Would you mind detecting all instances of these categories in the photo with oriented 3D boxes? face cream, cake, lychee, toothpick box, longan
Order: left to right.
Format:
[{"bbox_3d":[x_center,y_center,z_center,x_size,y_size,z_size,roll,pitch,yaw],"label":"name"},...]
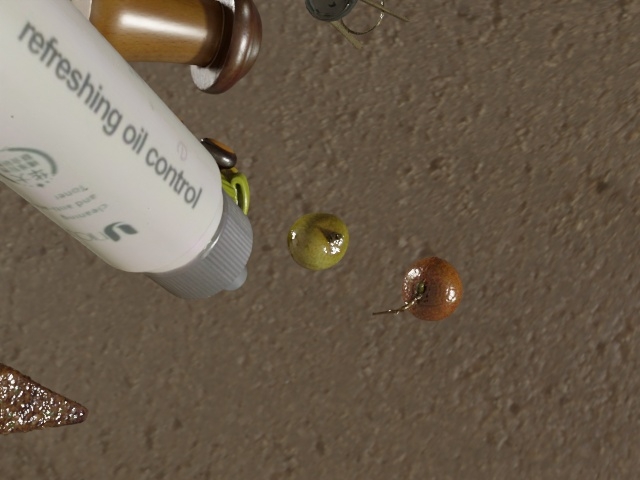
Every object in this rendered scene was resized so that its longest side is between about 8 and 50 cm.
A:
[{"bbox_3d":[-0.524,0.263,1.837,0.112,0.246,0.135,20,105,41],"label":"cake"},{"bbox_3d":[-0.119,-0.045,0.564,0.092,0.311,0.092,-11,59,19],"label":"face cream"},{"bbox_3d":[-0.239,-0.340,1.642,0.192,0.294,0.192,-16,72,59],"label":"toothpick box"},{"bbox_3d":[0.000,0.000,1.208,0.083,0.075,0.075,-13,100,58],"label":"longan"},{"bbox_3d":[0.176,0.087,1.679,0.101,0.140,0.114,43,130,-7],"label":"lychee"}]

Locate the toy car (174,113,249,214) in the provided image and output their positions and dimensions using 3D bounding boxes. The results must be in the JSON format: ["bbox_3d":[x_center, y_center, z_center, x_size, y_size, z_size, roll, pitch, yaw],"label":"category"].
[{"bbox_3d":[-0.219,-0.076,1.441,0.247,0.142,0.200,32,100,-9],"label":"toy car"}]

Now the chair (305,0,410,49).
[{"bbox_3d":[0.046,-0.367,1.620,0.104,0.221,0.095,37,100,23],"label":"chair"}]
